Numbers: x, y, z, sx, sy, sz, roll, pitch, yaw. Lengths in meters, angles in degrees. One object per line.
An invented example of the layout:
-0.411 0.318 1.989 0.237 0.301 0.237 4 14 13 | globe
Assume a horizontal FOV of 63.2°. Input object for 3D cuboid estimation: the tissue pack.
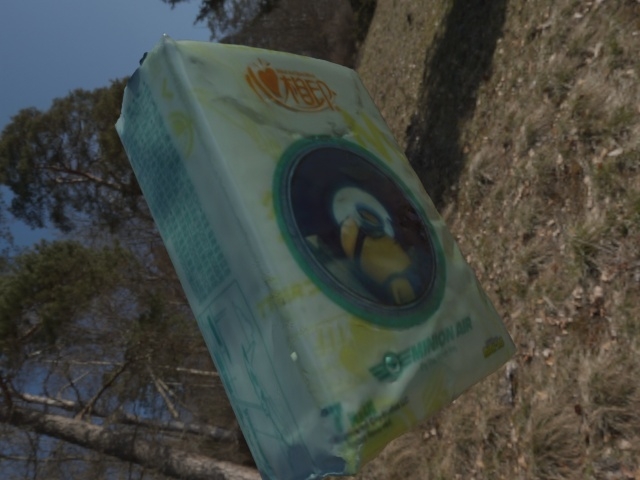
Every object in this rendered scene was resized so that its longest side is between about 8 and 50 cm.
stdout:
0.000 0.000 0.532 0.287 0.162 0.388 -11 -112 -47 | tissue pack
